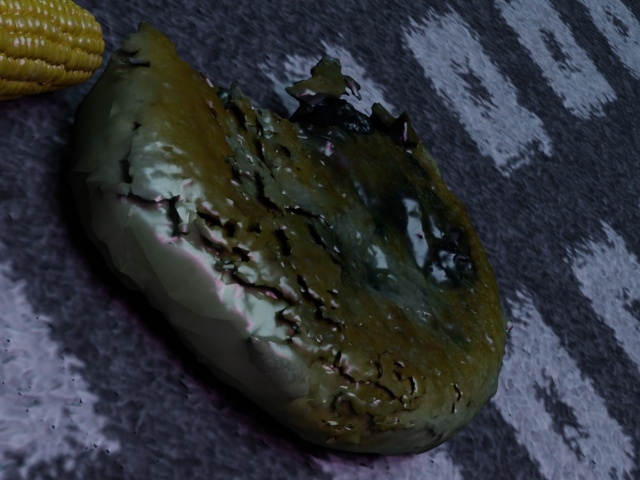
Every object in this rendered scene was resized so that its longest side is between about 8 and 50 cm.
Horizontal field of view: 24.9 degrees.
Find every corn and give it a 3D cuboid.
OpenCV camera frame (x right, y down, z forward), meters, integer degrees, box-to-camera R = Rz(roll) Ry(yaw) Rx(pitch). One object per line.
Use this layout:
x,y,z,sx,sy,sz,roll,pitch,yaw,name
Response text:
-0.193,-0.106,0.772,0.067,0.067,0.206,59,28,12,corn

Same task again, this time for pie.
0.000,0.000,0.918,0.371,0.078,0.296,-2,61,-56,pie
